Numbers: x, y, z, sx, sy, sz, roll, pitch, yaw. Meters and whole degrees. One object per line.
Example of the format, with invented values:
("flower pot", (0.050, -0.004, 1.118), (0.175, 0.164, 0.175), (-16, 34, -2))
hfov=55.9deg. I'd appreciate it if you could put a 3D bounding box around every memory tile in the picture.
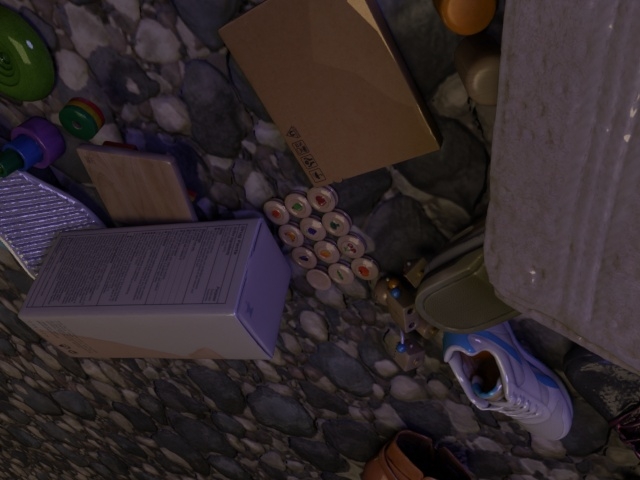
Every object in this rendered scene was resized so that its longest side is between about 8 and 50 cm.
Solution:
("memory tile", (0.000, 0.000, 0.754), (0.113, 0.012, 0.148), (-13, 121, 38))

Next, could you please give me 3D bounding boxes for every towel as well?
("towel", (0.197, -0.038, 0.385), (0.187, 0.049, 0.282), (31, 140, 40))

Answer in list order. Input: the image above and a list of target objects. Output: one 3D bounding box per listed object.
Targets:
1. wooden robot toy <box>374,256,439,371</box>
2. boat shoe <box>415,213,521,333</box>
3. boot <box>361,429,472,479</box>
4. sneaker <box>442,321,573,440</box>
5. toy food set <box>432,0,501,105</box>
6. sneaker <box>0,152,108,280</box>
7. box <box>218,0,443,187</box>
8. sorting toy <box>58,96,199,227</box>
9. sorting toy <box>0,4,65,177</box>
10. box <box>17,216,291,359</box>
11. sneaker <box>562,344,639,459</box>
("wooden robot toy", (0.102, 0.073, 0.739), (0.079, 0.076, 0.173), (43, 151, 46))
("boat shoe", (0.216, -0.008, 0.552), (0.302, 0.103, 0.113), (-25, 120, 41))
("boot", (0.203, 0.418, 0.955), (0.283, 0.109, 0.220), (31, 133, 14))
("sneaker", (0.219, 0.172, 0.720), (0.087, 0.092, 0.228), (-28, 111, 41))
("toy food set", (0.193, -0.140, 0.483), (0.232, 0.104, 0.111), (12, 121, -4))
("sneaker", (-0.449, -0.039, 0.926), (0.366, 0.135, 0.150), (47, 165, -21))
("box", (0.010, -0.155, 0.604), (0.164, 0.021, 0.201), (-13, 119, 38))
("sorting toy", (-0.223, -0.069, 0.787), (0.132, 0.046, 0.274), (10, 141, 15))
("sorting toy", (-0.415, -0.224, 0.717), (0.127, 0.126, 0.365), (16, 133, 17))
("box", (-0.209, 0.067, 0.788), (0.311, 0.148, 0.121), (-2, 142, 20))
("sneaker", (0.377, 0.230, 0.627), (0.281, 0.162, 0.106), (32, 137, 1))
